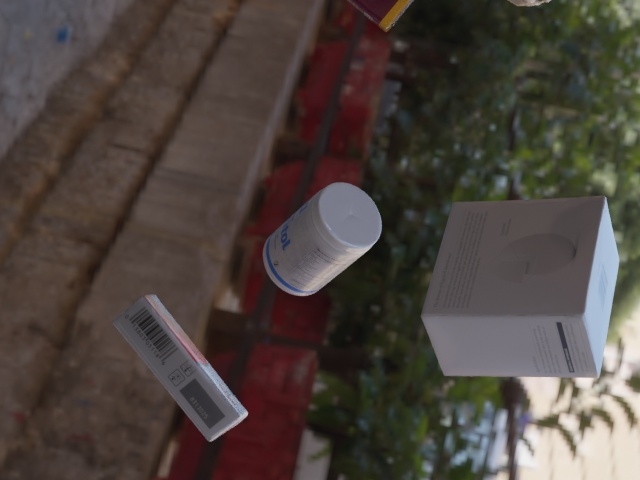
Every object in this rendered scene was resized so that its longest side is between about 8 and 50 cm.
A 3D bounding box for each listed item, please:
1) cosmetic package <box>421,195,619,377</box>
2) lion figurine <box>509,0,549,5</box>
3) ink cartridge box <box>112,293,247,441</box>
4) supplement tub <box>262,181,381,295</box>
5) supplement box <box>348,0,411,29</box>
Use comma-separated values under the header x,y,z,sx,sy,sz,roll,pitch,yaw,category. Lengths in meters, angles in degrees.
x,y,z,sx,sy,sz,roll,pitch,yaw,category
0.281,0.065,1.967,0.138,0.224,0.224,68,31,-41,cosmetic package
0.387,-0.485,1.931,0.142,0.240,0.392,-108,-140,-64,lion figurine
-0.123,0.118,1.366,0.045,0.145,0.179,-39,177,5,ink cartridge box
0.000,0.000,1.306,0.107,0.071,0.071,-42,-153,47,supplement tub
0.028,-0.326,1.600,0.081,0.188,0.104,-50,-177,6,supplement box
